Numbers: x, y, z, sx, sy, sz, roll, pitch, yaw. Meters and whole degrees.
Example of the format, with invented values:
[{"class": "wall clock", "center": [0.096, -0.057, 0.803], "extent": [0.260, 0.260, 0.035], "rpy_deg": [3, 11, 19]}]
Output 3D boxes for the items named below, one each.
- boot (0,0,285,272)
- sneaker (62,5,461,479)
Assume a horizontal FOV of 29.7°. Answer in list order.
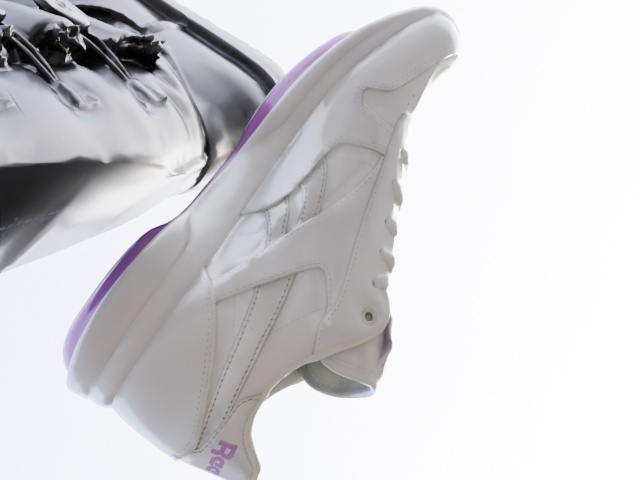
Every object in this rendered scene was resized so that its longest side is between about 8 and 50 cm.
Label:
[{"class": "boot", "center": [-0.245, -0.110, 0.712], "extent": [0.445, 0.367, 0.146], "rpy_deg": [-31, -39, -66]}, {"class": "sneaker", "center": [0.000, 0.000, 0.682], "extent": [0.152, 0.114, 0.305], "rpy_deg": [38, -107, 4]}]
